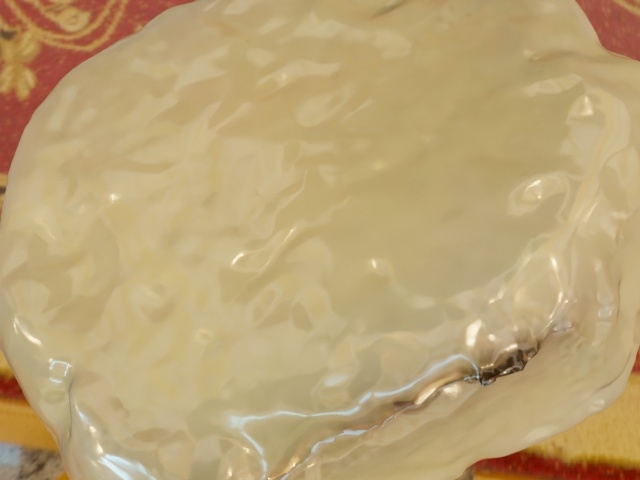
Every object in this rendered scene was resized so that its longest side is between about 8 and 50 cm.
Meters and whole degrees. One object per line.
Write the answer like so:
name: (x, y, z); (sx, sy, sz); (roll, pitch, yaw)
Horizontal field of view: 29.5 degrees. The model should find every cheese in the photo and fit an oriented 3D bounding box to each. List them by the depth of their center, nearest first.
cheese: (0.000, 0.000, 0.566); (0.318, 0.326, 0.115); (5, 148, 21)
